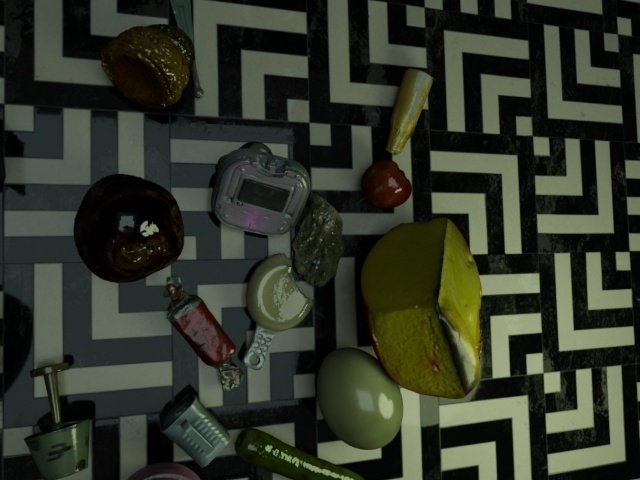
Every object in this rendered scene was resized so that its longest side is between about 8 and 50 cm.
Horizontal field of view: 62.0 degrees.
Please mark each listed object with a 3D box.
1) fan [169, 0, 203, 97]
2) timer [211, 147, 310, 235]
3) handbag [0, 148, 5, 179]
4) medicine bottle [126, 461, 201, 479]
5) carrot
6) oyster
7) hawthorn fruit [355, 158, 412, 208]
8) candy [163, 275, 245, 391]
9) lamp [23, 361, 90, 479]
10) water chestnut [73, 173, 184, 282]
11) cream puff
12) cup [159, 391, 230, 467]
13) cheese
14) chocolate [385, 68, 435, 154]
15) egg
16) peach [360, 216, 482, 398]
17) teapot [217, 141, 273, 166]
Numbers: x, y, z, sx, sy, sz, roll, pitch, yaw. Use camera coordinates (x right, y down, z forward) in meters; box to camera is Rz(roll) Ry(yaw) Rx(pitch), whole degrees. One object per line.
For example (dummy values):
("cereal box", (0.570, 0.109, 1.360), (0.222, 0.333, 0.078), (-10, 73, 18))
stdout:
("fan", (-0.302, -0.467, 1.227), (0.057, 0.023, 0.282), (-14, 91, -27))
("timer", (-0.134, -0.102, 1.190), (0.208, 0.069, 0.191), (13, 122, -15))
("handbag", (-0.650, -0.196, 0.996), (0.057, 0.221, 0.144), (1, 88, -16))
("medicine bottle", (-0.303, 0.576, 1.008), (0.211, 0.325, 0.212), (1, 87, -16))
("carrot", (-0.033, 0.525, 1.234), (0.358, 0.074, 0.074), (29, 79, -17))
("oyster", (0.006, 0.007, 1.273), (0.132, 0.072, 0.209), (23, 82, -12))
("hawthorn fruit", (0.156, -0.134, 1.302), (0.140, 0.125, 0.125), (-30, 96, -19))
("candy", (-0.261, 0.206, 1.182), (0.086, 0.059, 0.292), (-38, 99, -17))
("lamp", (-0.525, 0.357, 1.059), (0.121, 0.121, 0.215), (-10, 81, -18))
("water chestnut", (-0.394, -0.030, 1.093), (0.223, 0.238, 0.224), (-28, 133, -35))
("cream puff", (-0.353, -0.396, 1.147), (0.183, 0.183, 0.169), (32, 57, -13))
("cup", (-0.265, 0.405, 1.134), (0.095, 0.128, 0.129), (-44, 102, -17))
("cheese", (-0.125, 0.159, 1.222), (0.163, 0.070, 0.249), (45, 76, -11))
("chocolate", (0.216, -0.324, 1.360), (0.085, 0.085, 0.220), (23, 84, -15))
("egg", (0.088, 0.358, 1.217), (0.185, 0.186, 0.242), (-25, 92, -17))
("peach", (0.238, 0.168, 1.231), (0.306, 0.242, 0.381), (51, 34, -37))
("teapot", (-0.160, -0.178, 1.219), (0.124, 0.090, 0.092), (-35, 96, -17))
